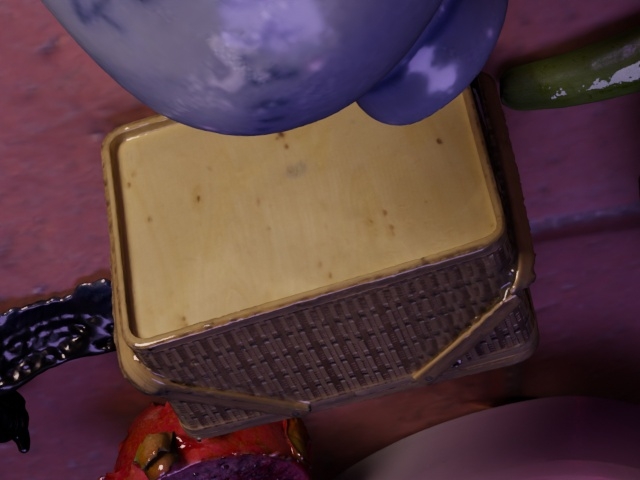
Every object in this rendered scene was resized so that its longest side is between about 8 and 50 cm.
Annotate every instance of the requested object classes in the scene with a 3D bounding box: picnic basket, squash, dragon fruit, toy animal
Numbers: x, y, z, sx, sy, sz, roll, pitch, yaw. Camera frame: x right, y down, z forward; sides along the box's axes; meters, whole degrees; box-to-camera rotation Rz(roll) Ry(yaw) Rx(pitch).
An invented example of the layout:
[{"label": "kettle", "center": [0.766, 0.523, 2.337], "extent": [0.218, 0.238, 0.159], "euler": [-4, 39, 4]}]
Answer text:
[{"label": "picnic basket", "center": [0.000, 0.000, 0.738], "extent": [0.164, 0.115, 0.079], "euler": [-14, 142, 8]}, {"label": "squash", "center": [0.113, -0.069, 0.744], "extent": [0.089, 0.027, 0.027], "euler": [-19, 143, 18]}, {"label": "dragon fruit", "center": [-0.060, 0.111, 0.924], "extent": [0.126, 0.068, 0.112], "euler": [9, 135, -39]}, {"label": "toy animal", "center": [-0.166, 0.064, 0.855], "extent": [0.220, 0.062, 0.108], "euler": [-25, 159, 21]}]

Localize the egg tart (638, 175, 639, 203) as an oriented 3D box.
[{"label": "egg tart", "center": [0.346, -0.014, 0.732], "extent": [0.443, 0.178, 0.443], "euler": [-4, 143, -3]}]

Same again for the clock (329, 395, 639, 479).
[{"label": "clock", "center": [0.116, 0.246, 0.978], "extent": [0.338, 0.102, 0.338], "euler": [3, 113, 8]}]

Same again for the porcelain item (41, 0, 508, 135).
[{"label": "porcelain item", "center": [-0.053, -0.123, 0.548], "extent": [0.259, 0.141, 0.141], "euler": [32, 129, -31]}]
